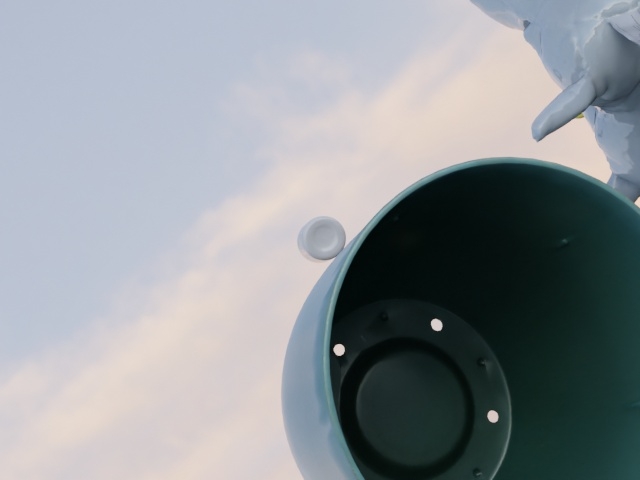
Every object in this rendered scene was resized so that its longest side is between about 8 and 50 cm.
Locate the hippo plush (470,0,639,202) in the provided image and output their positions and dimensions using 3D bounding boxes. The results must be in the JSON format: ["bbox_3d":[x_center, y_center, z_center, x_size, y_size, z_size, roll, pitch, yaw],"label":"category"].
[{"bbox_3d":[0.286,-0.161,1.641,0.234,0.294,0.236,-34,-52,12],"label":"hippo plush"}]

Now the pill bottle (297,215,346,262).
[{"bbox_3d":[0.000,0.000,1.927,0.043,0.043,0.083,-44,1,-6],"label":"pill bottle"}]

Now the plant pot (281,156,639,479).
[{"bbox_3d":[0.102,0.107,1.427,0.293,0.293,0.235,-36,2,-22],"label":"plant pot"}]

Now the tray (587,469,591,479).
[{"bbox_3d":[0.179,0.275,1.537,0.145,0.030,0.270,-81,11,-56],"label":"tray"}]

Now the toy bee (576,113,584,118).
[{"bbox_3d":[0.361,-0.132,2.148,0.162,0.298,0.195,-49,6,-24],"label":"toy bee"}]
